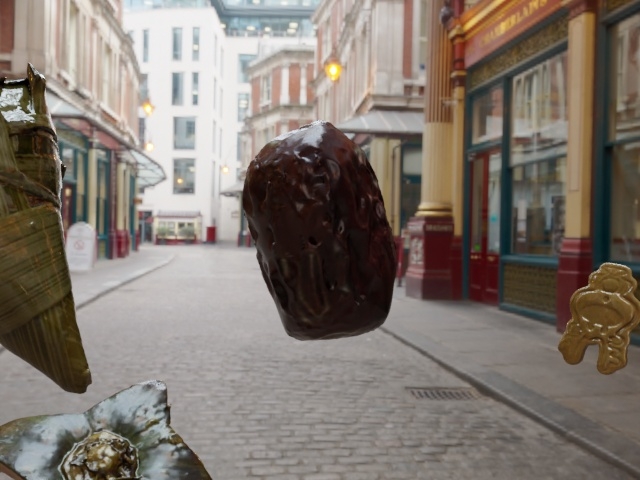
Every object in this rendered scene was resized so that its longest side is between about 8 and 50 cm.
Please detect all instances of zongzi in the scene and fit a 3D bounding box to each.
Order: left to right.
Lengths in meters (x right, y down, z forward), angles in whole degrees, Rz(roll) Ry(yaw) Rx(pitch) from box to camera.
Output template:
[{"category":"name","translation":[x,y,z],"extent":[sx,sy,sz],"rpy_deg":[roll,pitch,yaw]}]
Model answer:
[{"category":"zongzi","translation":[-0.328,0.005,0.450],"extent":[0.285,0.289,0.134],"rpy_deg":[-9,-19,-32]}]

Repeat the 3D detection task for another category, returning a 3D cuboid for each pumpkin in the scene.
[{"category":"pumpkin","translation":[-0.316,0.326,0.850],"extent":[0.290,0.095,0.258],"rpy_deg":[-13,41,-32]}]

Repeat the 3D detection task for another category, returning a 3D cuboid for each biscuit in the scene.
[{"category":"biscuit","translation":[0.604,0.164,1.275],"extent":[0.143,0.237,0.040],"rpy_deg":[15,-3,31]}]

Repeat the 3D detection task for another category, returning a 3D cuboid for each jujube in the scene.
[{"category":"jujube","translation":[0.000,0.000,0.995],"extent":[0.258,0.377,0.258],"rpy_deg":[-20,21,8]}]
